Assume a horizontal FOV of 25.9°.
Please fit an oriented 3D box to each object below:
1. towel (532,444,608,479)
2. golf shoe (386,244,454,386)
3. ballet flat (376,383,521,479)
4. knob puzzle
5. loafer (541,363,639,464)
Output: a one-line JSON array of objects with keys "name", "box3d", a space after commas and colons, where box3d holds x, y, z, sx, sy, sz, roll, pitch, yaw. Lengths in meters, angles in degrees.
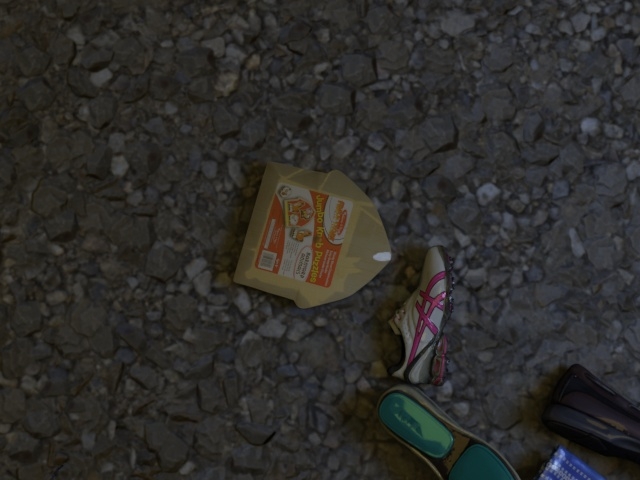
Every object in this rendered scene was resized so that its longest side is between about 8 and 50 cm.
[{"name": "towel", "box3d": [0.308, 0.458, 1.749, 0.243, 0.040, 0.336, 36, 73, -4]}, {"name": "golf shoe", "box3d": [0.132, 0.096, 1.825, 0.086, 0.067, 0.186, 6, 82, 2]}, {"name": "ballet flat", "box3d": [0.177, 0.276, 1.784, 0.086, 0.086, 0.248, -44, 73, -6]}, {"name": "knob puzzle", "box3d": [0.000, 0.000, 1.858, 0.213, 0.030, 0.213, 0, 81, 0]}, {"name": "loafer", "box3d": [0.439, 0.250, 1.785, 0.302, 0.109, 0.095, 22, 72, 9]}]
